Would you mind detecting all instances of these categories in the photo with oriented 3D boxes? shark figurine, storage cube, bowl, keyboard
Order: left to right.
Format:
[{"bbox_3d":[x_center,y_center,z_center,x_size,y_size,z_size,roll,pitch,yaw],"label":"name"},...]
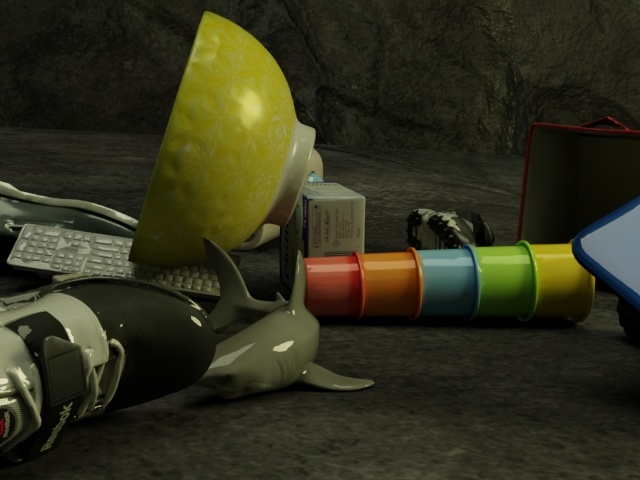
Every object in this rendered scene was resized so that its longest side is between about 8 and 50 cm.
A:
[{"bbox_3d":[-0.222,0.023,1.314,0.256,0.014,0.072,9,46,0],"label":"keyboard"},{"bbox_3d":[-0.096,-0.093,1.266,0.156,0.289,0.289,17,9,-7],"label":"bowl"},{"bbox_3d":[-0.040,0.060,1.055,0.166,0.116,0.278,3,12,-7],"label":"shark figurine"},{"bbox_3d":[0.393,-0.052,1.521,0.184,0.214,0.193,10,7,39],"label":"storage cube"}]

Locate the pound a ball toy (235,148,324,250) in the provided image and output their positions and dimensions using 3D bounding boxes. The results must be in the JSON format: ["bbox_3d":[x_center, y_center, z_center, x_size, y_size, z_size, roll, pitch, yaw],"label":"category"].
[{"bbox_3d":[-0.084,-0.105,1.684,0.136,0.208,0.319,5,10,16],"label":"pound a ball toy"}]

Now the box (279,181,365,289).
[{"bbox_3d":[0.000,0.000,1.351,0.072,0.126,0.137,-2,10,-14],"label":"box"}]

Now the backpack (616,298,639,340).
[{"bbox_3d":[0.371,0.065,1.181,0.101,0.097,0.120,9,-7,-31],"label":"backpack"}]

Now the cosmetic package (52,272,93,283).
[{"bbox_3d":[-0.219,0.071,1.085,0.041,0.060,0.115,-4,10,-27],"label":"cosmetic package"}]

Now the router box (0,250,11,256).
[{"bbox_3d":[-0.384,-0.005,1.526,0.092,0.038,0.122,3,10,0],"label":"router box"}]

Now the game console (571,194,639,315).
[{"bbox_3d":[0.405,0.070,1.022,0.293,0.173,0.250,46,5,34],"label":"game console"}]

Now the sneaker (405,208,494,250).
[{"bbox_3d":[0.192,-0.004,1.557,0.106,0.078,0.234,-1,9,-9],"label":"sneaker"}]

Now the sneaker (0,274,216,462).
[{"bbox_3d":[-0.217,0.106,0.796,0.331,0.122,0.146,-1,29,-27],"label":"sneaker"}]

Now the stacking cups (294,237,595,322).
[{"bbox_3d":[0.130,0.046,1.251,0.316,0.096,0.096,-1,10,-5],"label":"stacking cups"}]

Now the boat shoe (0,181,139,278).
[{"bbox_3d":[-0.332,0.005,1.398,0.320,0.099,0.116,15,-24,5],"label":"boat shoe"}]
